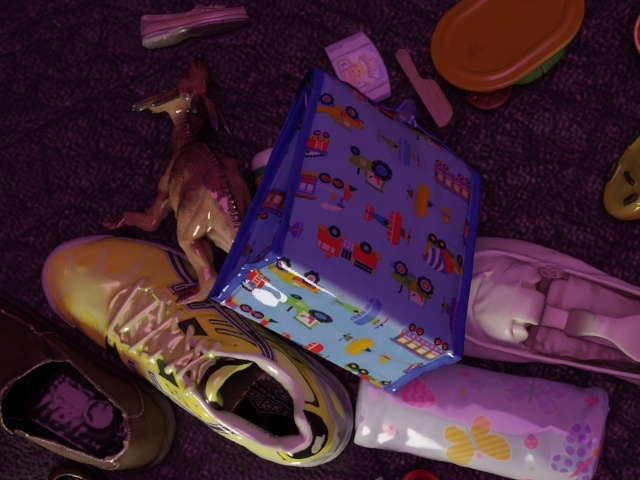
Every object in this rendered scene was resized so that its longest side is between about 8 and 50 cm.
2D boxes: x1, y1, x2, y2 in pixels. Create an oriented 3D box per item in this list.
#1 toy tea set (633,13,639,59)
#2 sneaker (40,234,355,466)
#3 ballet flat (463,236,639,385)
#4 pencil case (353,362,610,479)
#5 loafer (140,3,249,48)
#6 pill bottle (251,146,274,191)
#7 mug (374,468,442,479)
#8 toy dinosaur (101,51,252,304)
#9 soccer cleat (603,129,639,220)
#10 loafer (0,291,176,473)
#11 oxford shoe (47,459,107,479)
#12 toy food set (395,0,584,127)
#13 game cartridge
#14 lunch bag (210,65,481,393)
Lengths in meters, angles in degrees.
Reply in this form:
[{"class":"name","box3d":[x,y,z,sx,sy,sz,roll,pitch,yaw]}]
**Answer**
[{"class":"toy tea set","box3d":[0.354,-0.350,1.557,0.200,0.124,0.336,-31,84,1]},{"class":"sneaker","box3d":[-0.132,0.107,1.544,0.384,0.147,0.145,29,90,7]},{"class":"ballet flat","box3d":[0.260,0.078,1.529,0.400,0.139,0.139,14,87,5]},{"class":"pencil case","box3d":[0.168,0.186,1.536,0.273,0.124,0.113,12,116,6]},{"class":"loafer","box3d":[-0.144,-0.250,1.625,0.125,0.045,0.039,-13,78,5]},{"class":"pill bottle","box3d":[0.000,0.000,1.558,0.117,0.117,0.208,-11,85,3]},{"class":"mug","box3d":[0.102,0.337,1.532,0.169,0.113,0.150,43,91,2]},{"class":"toy dinosaur","box3d":[-0.121,-0.062,1.521,0.296,0.127,0.200,46,130,42]},{"class":"soccer cleat","box3d":[0.431,-0.116,1.553,0.289,0.121,0.093,-46,40,11]},{"class":"loafer","box3d":[-0.330,0.139,1.562,0.366,0.130,0.134,22,87,5]},{"class":"oxford shoe","box3d":[-0.220,0.337,1.559,0.227,0.096,0.083,45,88,4]},{"class":"toy food set","box3d":[0.195,-0.208,1.592,0.218,0.071,0.128,-35,59,-2]},{"class":"game cartridge","box3d":[0.045,-0.191,1.621,0.056,0.017,0.083,-25,85,-2]},{"class":"lunch bag","box3d":[0.051,-0.032,1.462,0.221,0.138,0.293,30,57,-18]}]
